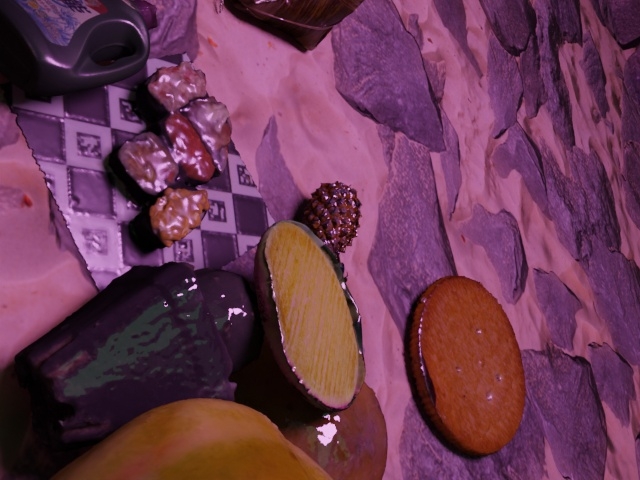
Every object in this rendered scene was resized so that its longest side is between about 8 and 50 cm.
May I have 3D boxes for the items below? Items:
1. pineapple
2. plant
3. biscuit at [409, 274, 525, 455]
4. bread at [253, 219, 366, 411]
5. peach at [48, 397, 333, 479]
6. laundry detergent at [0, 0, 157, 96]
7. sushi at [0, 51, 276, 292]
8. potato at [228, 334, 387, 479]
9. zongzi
[{"bbox_3d":[0.000,0.000,0.965,0.103,0.083,0.221,34,51,-24],"label":"pineapple"},{"bbox_3d":[-0.162,0.109,0.697,0.256,0.142,0.164,-25,101,-43],"label":"plant"},{"bbox_3d":[0.247,0.203,1.166,0.305,0.038,0.305,19,62,-40],"label":"biscuit"},{"bbox_3d":[-0.011,0.084,0.797,0.228,0.034,0.228,47,32,-43],"label":"bread"},{"bbox_3d":[-0.100,0.302,0.564,0.316,0.282,0.314,38,82,-44],"label":"peach"},{"bbox_3d":[-0.259,-0.233,0.795,0.144,0.078,0.222,45,39,12],"label":"laundry detergent"},{"bbox_3d":[-0.182,-0.090,0.836,0.292,0.059,0.293,-32,97,-47],"label":"sushi"},{"bbox_3d":[-0.010,0.228,0.841,0.239,0.116,0.298,-18,85,-44],"label":"potato"},{"bbox_3d":[-0.025,-0.372,1.025,0.187,0.184,0.084,11,65,-43],"label":"zongzi"}]
